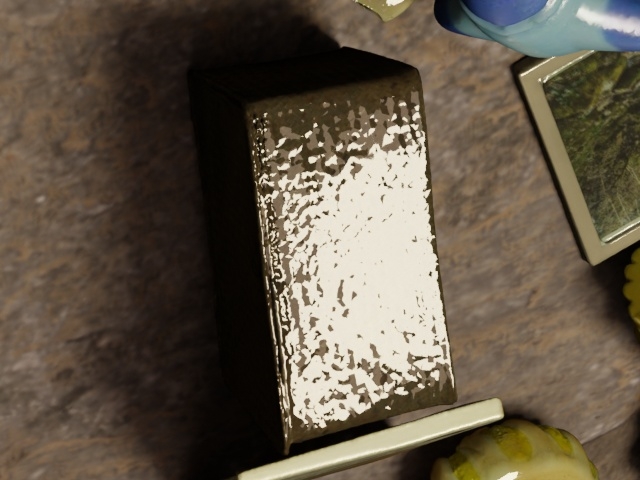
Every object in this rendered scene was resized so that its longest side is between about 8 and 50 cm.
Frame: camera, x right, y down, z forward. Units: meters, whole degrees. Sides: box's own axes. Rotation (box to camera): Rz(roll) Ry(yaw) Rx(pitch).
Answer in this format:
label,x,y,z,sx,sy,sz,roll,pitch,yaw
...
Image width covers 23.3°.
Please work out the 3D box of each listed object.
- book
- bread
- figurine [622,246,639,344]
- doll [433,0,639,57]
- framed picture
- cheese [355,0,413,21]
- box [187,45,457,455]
label,x,y,z,sx,sy,sz,roll,pitch,yaw
book,0.009,0.186,1.313,0.217,0.310,0.021,-14,81,-15
bread,0.178,0.267,1.516,0.213,0.105,0.213,-11,120,-19
figurine,0.374,0.148,1.521,0.187,0.168,0.315,-51,149,-38
doll,0.182,-0.259,1.119,0.376,0.187,0.365,-30,131,-19
framed picture,0.344,-0.140,1.393,0.324,0.020,0.240,-29,127,-4
cheese,0.075,-0.264,1.193,0.097,0.037,0.192,26,106,-36
box,-0.002,0.000,1.193,0.143,0.184,0.273,-11,107,-15
